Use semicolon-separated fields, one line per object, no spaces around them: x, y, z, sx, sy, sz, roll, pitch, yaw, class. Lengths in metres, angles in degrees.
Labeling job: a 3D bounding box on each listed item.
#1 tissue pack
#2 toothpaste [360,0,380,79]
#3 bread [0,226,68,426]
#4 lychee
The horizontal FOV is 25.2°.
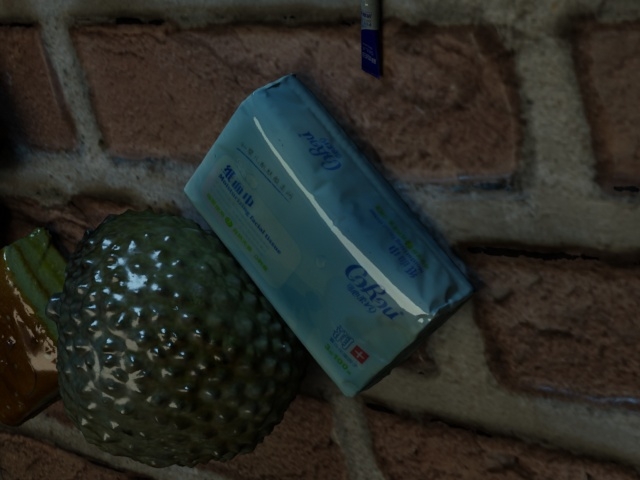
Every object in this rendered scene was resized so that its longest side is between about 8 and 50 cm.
0.000;0.000;1.311;0.263;0.089;0.177;50;139;9;tissue pack
0.043;-0.176;1.211;0.024;0.015;0.083;36;141;37;toothpaste
-0.361;0.115;1.749;0.184;0.110;0.234;56;141;4;bread
-0.145;0.097;1.418;0.274;0.255;0.255;6;123;13;lychee
